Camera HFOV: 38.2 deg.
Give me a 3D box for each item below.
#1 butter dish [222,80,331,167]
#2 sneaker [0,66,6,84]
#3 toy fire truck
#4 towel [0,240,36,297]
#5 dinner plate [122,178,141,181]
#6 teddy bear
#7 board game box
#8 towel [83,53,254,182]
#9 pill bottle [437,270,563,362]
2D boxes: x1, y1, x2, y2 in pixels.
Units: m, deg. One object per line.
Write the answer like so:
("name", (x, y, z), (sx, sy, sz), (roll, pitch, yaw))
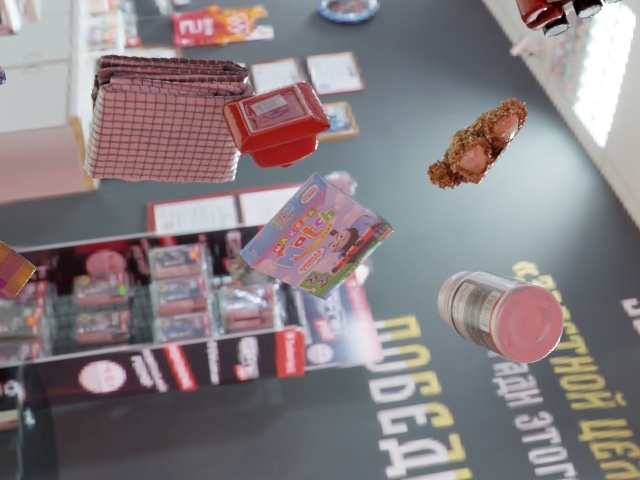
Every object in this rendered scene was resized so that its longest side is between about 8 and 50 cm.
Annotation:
("butter dish", (-0.067, -0.174, 1.549), (0.160, 0.160, 0.118), (-114, -172, -46))
("sneaker", (-0.677, -0.311, 1.742), (0.063, 0.162, 0.073), (157, -62, -63))
("toy fire truck", (0.477, -0.503, 1.846), (0.217, 0.246, 0.158), (-25, -107, 38))
("towel", (-0.455, 0.037, 1.317), (0.060, 0.083, 0.009), (-59, -171, -24))
("dinner plate", (-0.393, -0.194, 1.933), (0.017, 0.141, 0.141), (-11, -93, 58))
("teddy bear", (0.314, -0.195, 1.875), (0.245, 0.113, 0.338), (-52, 174, 17))
("board game box", (0.000, 0.000, 1.365), (0.039, 0.160, 0.211), (50, 12, 34))
("towel", (-0.277, -0.215, 1.665), (0.235, 0.284, 0.121), (113, -30, -48))
("pill bottle", (0.371, 0.152, 1.959), (0.283, 0.161, 0.161), (-161, -117, -71))
